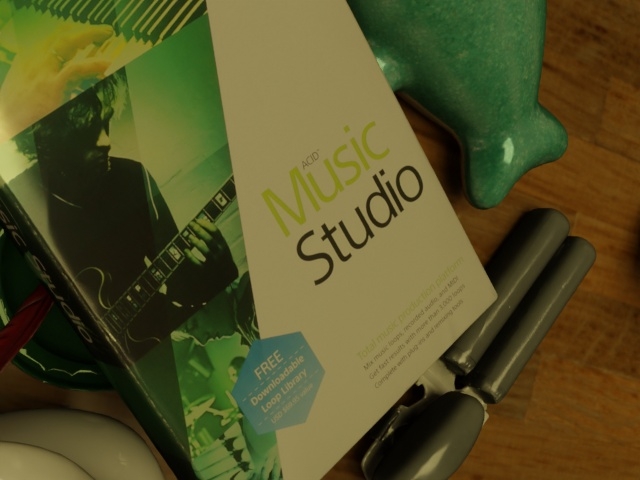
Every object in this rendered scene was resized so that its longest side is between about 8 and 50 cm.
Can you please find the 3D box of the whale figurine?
[{"bbox_3d":[0.110,-0.156,0.708,0.216,0.141,0.272,-34,108,-21],"label":"whale figurine"}]

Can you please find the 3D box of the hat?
[{"bbox_3d":[-0.115,0.028,0.583,0.173,0.183,0.208,31,80,-23],"label":"hat"}]

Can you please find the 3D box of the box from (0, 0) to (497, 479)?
[{"bbox_3d":[-0.048,-0.027,0.549,0.232,0.058,0.322,-41,111,-28],"label":"box"}]

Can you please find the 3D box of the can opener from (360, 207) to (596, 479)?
[{"bbox_3d":[0.133,0.096,0.768,0.074,0.093,0.280,44,70,-21],"label":"can opener"}]

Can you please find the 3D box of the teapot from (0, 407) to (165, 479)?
[{"bbox_3d":[-0.193,0.205,0.519,0.187,0.252,0.256,7,91,-30],"label":"teapot"}]
